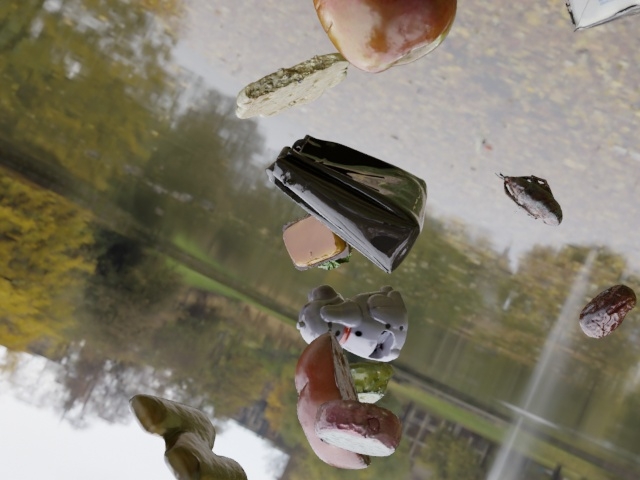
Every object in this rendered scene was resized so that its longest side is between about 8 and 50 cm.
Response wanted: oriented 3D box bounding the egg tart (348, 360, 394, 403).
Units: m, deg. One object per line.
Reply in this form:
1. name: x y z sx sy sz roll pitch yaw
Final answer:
1. egg tart: 0.066 0.307 1.901 0.197 0.078 0.197 -10 159 -4

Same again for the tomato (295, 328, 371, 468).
1. tomato: 0.014 0.260 1.436 0.085 0.225 0.225 -18 164 9

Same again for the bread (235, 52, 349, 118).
1. bread: -0.061 -0.314 1.850 0.182 0.250 0.039 110 137 -80

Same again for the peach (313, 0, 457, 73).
1. peach: 0.116 -0.455 1.608 0.275 0.248 0.245 58 145 1

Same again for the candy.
1. candy: 0.043 0.217 1.035 0.103 0.043 0.103 12 157 5

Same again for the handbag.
1. handbag: 0.047 -0.076 1.428 0.257 0.114 0.285 31 -160 0

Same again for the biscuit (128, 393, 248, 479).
1. biscuit: -0.265 0.425 1.859 0.237 0.062 0.290 49 -178 28

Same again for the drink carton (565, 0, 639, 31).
1. drink carton: 0.449 -0.399 1.128 0.324 0.194 0.132 -20 -173 -28

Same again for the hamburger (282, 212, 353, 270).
1. hamburger: 0.000 0.000 1.976 0.165 0.137 0.087 -17 179 35

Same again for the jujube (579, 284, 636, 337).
1. jujube: 0.564 0.138 1.752 0.077 0.077 0.129 27 130 -16

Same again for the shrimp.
1. shrimp: 0.421 -0.091 1.818 0.190 0.074 0.073 39 161 40

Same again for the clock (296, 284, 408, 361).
1. clock: 0.057 0.197 2.140 0.253 0.189 0.189 7 180 -22
